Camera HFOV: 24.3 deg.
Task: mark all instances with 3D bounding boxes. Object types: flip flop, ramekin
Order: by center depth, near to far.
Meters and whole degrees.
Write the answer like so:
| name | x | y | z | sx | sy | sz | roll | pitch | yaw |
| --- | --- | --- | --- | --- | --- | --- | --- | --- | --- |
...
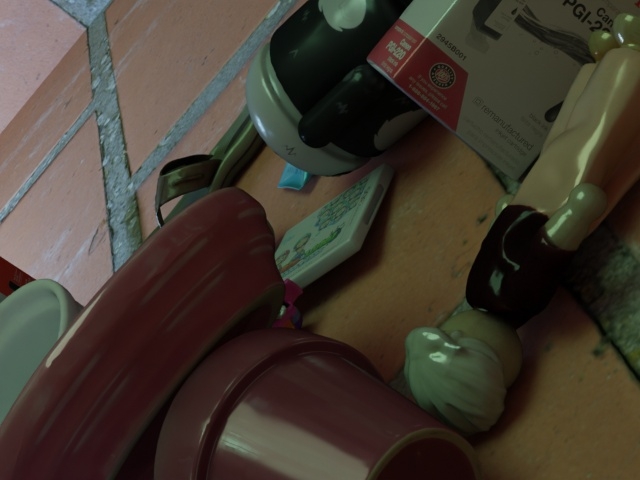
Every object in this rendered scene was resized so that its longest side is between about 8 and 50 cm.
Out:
| name | x | y | z | sx | sy | sz | roll | pitch | yaw |
| --- | --- | --- | --- | --- | --- | --- | --- | --- | --- |
| ramekin | -0.323 | 0.195 | 1.698 | 0.277 | 0.135 | 0.277 | -37 | 35 | 31 |
| flip flop | -0.157 | -0.082 | 1.877 | 0.277 | 0.080 | 0.112 | -55 | 23 | -5 |

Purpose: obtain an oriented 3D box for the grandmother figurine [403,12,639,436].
| name | x | y | z | sx | sy | sz | roll | pitch | yaw |
| --- | --- | --- | --- | --- | --- | --- | --- | --- | --- |
| grandmother figurine | 0.172 | -0.007 | 1.141 | 0.342 | 0.104 | 0.208 | -59 | -4 | -8 |

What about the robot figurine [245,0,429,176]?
| name | x | y | z | sx | sy | sz | roll | pitch | yaw |
| --- | --- | --- | --- | --- | --- | --- | --- | --- | --- |
| robot figurine | 0.050 | -0.184 | 1.523 | 0.278 | 0.209 | 0.174 | -39 | 63 | 29 |

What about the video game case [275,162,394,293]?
| name | x | y | z | sx | sy | sz | roll | pitch | yaw |
| --- | --- | --- | --- | --- | --- | --- | --- | --- | --- |
| video game case | 0.000 | 0.000 | 1.509 | 0.157 | 0.019 | 0.143 | -35 | 18 | 35 |

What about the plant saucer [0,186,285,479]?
| name | x | y | z | sx | sy | sz | roll | pitch | yaw |
| --- | --- | --- | --- | --- | --- | --- | --- | --- | --- |
| plant saucer | -0.136 | 0.111 | 1.203 | 0.332 | 0.084 | 0.332 | -50 | -10 | -13 |

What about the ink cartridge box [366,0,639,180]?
| name | x | y | z | sx | sy | sz | roll | pitch | yaw |
| --- | --- | --- | --- | --- | --- | --- | --- | --- | --- |
| ink cartridge box | 0.174 | -0.187 | 1.300 | 0.218 | 0.158 | 0.092 | -51 | 22 | 6 |

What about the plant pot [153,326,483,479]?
| name | x | y | z | sx | sy | sz | roll | pitch | yaw |
| --- | --- | --- | --- | --- | --- | --- | --- | --- | --- |
| plant pot | 0.011 | 0.176 | 1.079 | 0.180 | 0.201 | 0.201 | 14 | 68 | 48 |

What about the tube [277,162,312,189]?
| name | x | y | z | sx | sy | sz | roll | pitch | yaw |
| --- | --- | --- | --- | --- | --- | --- | --- | --- | --- |
| tube | 0.013 | -0.148 | 1.703 | 0.207 | 0.052 | 0.080 | -62 | 14 | -5 |

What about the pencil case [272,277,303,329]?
| name | x | y | z | sx | sy | sz | roll | pitch | yaw |
| --- | --- | --- | --- | --- | --- | --- | --- | --- | --- |
| pencil case | -0.087 | 0.144 | 1.408 | 0.104 | 0.104 | 0.236 | -29 | 34 | 44 |

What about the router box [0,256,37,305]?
| name | x | y | z | sx | sy | sz | roll | pitch | yaw |
| --- | --- | --- | --- | --- | --- | --- | --- | --- | --- |
| router box | -0.480 | 0.162 | 1.862 | 0.335 | 0.301 | 0.082 | -44 | 25 | 18 |

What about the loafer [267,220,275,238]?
| name | x | y | z | sx | sy | sz | roll | pitch | yaw |
| --- | --- | --- | --- | --- | --- | --- | --- | --- | --- |
| loafer | -0.152 | 0.061 | 1.590 | 0.268 | 0.102 | 0.092 | -48 | 7 | -12 |
